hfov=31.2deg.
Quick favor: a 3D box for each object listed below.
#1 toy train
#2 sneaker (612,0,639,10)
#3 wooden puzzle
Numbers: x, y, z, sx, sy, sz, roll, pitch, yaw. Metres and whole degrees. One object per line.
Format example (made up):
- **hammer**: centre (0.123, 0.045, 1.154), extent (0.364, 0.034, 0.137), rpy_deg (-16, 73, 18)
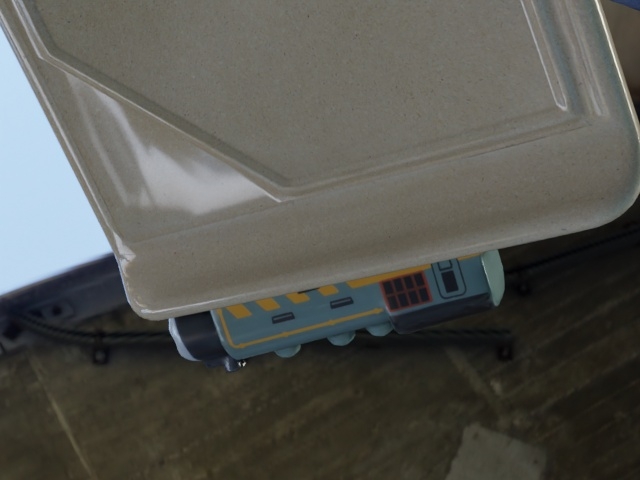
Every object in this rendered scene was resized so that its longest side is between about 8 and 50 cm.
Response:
- **toy train**: centre (0.000, 0.000, 0.980), extent (0.334, 0.142, 0.190), rpy_deg (-16, -83, 15)
- **sneaker**: centre (0.301, -0.265, 0.794), extent (0.236, 0.130, 0.323), rpy_deg (16, -128, 30)
- **wooden puzzle**: centre (-0.022, -0.100, 0.409), extent (0.221, 0.239, 0.044), rpy_deg (-13, -163, 27)
